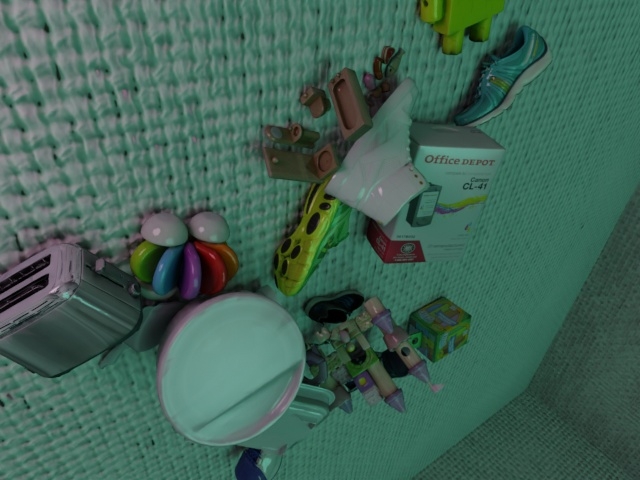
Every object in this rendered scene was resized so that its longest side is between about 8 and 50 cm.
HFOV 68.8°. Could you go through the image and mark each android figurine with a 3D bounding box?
[{"bbox_3d":[0.292,-0.509,0.894,0.248,0.056,0.273,-31,139,-19],"label":"android figurine"}]

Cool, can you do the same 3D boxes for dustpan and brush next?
[{"bbox_3d":[-0.337,0.176,0.871,0.211,0.060,0.147,-53,165,7],"label":"dustpan and brush"}]

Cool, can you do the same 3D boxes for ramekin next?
[{"bbox_3d":[-0.171,0.219,0.855,0.272,0.127,0.273,-5,99,-30],"label":"ramekin"}]

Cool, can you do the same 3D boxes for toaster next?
[{"bbox_3d":[-0.395,0.107,0.700,0.226,0.129,0.146,-29,136,4],"label":"toaster"}]

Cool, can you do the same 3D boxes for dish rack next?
[{"bbox_3d":[-0.159,0.401,1.056,0.332,0.072,0.286,19,129,-22],"label":"dish rack"}]

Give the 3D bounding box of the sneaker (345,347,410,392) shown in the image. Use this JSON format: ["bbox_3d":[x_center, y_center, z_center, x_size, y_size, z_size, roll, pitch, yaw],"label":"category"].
[{"bbox_3d":[0.157,0.384,1.392,0.153,0.099,0.282,-15,168,-28],"label":"sneaker"}]

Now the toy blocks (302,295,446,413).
[{"bbox_3d":[0.119,0.328,1.167,0.288,0.260,0.309,-33,162,-1],"label":"toy blocks"}]

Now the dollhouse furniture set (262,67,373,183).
[{"bbox_3d":[-0.014,-0.200,0.797,0.123,0.144,0.151,0,158,-42],"label":"dollhouse furniture set"}]

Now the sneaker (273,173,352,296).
[{"bbox_3d":[0.000,0.000,1.001,0.123,0.109,0.296,17,109,-44],"label":"sneaker"}]

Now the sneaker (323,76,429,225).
[{"bbox_3d":[0.151,-0.167,0.917,0.293,0.169,0.108,-57,-179,-12],"label":"sneaker"}]

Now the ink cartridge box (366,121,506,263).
[{"bbox_3d":[0.257,-0.103,1.092,0.225,0.131,0.307,-1,126,-18],"label":"ink cartridge box"}]

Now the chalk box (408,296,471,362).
[{"bbox_3d":[0.386,0.310,1.586,0.212,0.132,0.133,-22,128,-27],"label":"chalk box"}]

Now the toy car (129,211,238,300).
[{"bbox_3d":[-0.226,0.043,0.805,0.181,0.136,0.159,-4,125,-41],"label":"toy car"}]

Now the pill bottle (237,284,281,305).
[{"bbox_3d":[-0.176,0.167,0.979,0.184,0.103,0.103,-26,136,-24],"label":"pill bottle"}]

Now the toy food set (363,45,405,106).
[{"bbox_3d":[0.120,-0.325,0.915,0.077,0.019,0.122,8,116,-46],"label":"toy food set"}]

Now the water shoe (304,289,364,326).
[{"bbox_3d":[0.051,0.186,1.224,0.203,0.080,0.073,-5,125,-40],"label":"water shoe"}]

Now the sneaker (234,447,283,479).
[{"bbox_3d":[-0.149,0.525,1.299,0.316,0.127,0.182,-51,138,-7],"label":"sneaker"}]

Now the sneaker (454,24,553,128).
[{"bbox_3d":[0.411,-0.378,1.102,0.110,0.107,0.275,39,97,-22],"label":"sneaker"}]
